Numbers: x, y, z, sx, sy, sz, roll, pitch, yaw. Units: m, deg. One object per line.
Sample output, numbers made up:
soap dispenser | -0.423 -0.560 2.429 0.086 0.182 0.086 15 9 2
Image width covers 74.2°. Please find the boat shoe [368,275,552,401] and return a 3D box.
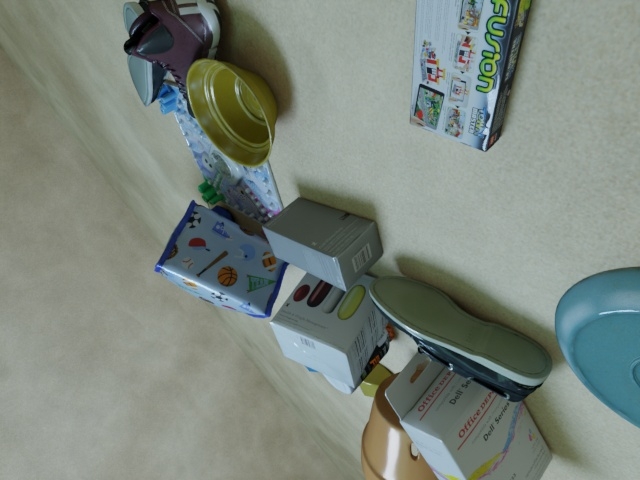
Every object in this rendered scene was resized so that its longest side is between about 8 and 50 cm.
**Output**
boat shoe | 0.234 0.180 0.785 0.339 0.127 0.113 22 133 27

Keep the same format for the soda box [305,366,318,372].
soda box | -0.003 0.440 1.565 0.067 0.071 0.210 51 154 -3

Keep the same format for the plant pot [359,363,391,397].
plant pot | 0.173 0.421 1.264 0.083 0.081 0.082 6 132 41

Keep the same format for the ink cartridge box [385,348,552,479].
ink cartridge box | 0.301 0.371 0.842 0.354 0.207 0.119 56 154 -16

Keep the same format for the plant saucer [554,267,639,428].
plant saucer | 0.452 0.171 0.528 0.317 0.043 0.318 37 152 24

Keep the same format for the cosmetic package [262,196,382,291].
cosmetic package | 0.000 0.000 0.906 0.237 0.127 0.107 22 144 40

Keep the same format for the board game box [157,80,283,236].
board game box | -0.263 -0.201 1.130 0.389 0.050 0.390 28 147 36

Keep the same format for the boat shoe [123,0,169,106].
boat shoe | -0.379 -0.416 0.967 0.115 0.091 0.302 60 153 0

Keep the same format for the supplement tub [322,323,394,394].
supplement tub | 0.093 0.277 1.060 0.117 0.190 0.117 37 153 23

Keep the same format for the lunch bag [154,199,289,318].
lunch bag | -0.297 0.070 1.249 0.327 0.239 0.385 30 159 -14

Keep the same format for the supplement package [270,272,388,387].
supplement package | 0.031 0.183 0.975 0.194 0.203 0.149 16 141 27

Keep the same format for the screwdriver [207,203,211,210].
screwdriver | -0.386 -0.118 1.475 0.025 0.024 0.170 8 133 12

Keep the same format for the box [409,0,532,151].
box | 0.160 -0.209 0.473 0.114 0.036 0.207 32 149 31

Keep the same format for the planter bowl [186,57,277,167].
planter bowl | -0.150 -0.258 0.818 0.217 0.090 0.217 28 145 22

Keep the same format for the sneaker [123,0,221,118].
sneaker | -0.290 -0.343 0.816 0.107 0.162 0.281 62 152 21

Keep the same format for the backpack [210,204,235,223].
backpack | -0.330 -0.046 1.390 0.097 0.101 0.120 25 142 29

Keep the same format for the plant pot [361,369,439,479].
plant pot | 0.236 0.455 1.018 0.290 0.290 0.204 19 124 46
